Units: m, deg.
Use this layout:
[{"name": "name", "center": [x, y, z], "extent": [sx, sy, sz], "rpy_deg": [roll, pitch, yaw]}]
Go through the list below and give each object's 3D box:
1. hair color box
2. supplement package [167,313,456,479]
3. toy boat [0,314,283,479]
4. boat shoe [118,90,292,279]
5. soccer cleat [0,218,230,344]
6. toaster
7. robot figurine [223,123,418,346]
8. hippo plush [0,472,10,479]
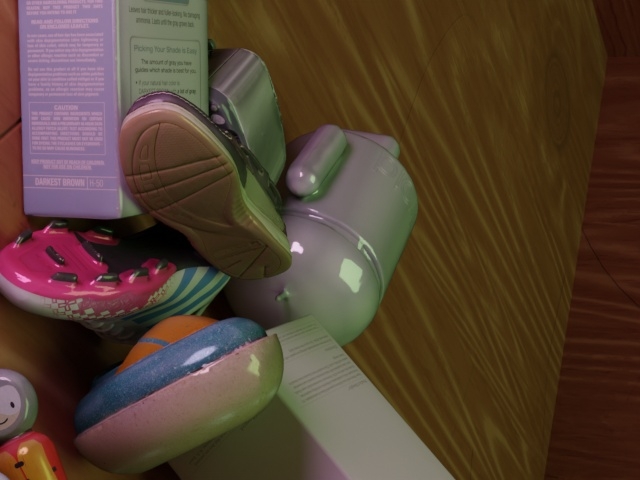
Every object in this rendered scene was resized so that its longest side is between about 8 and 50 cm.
[{"name": "hair color box", "center": [-0.200, -0.215, 1.429], "extent": [0.185, 0.113, 0.374], "rpy_deg": [-14, 106, -67]}, {"name": "supplement package", "center": [-0.008, 0.257, 1.603], "extent": [0.293, 0.175, 0.177], "rpy_deg": [49, 26, 14]}, {"name": "toy boat", "center": [-0.186, 0.150, 1.390], "extent": [0.318, 0.267, 0.148], "rpy_deg": [-23, 84, -46]}, {"name": "boat shoe", "center": [-0.109, -0.061, 1.402], "extent": [0.285, 0.103, 0.092], "rpy_deg": [50, 28, -51]}, {"name": "soccer cleat", "center": [-0.203, 0.056, 1.450], "extent": [0.331, 0.116, 0.143], "rpy_deg": [-10, 132, -56]}, {"name": "toaster", "center": [-0.114, -0.108, 1.626], "extent": [0.146, 0.129, 0.227], "rpy_deg": [-62, 145, -50]}, {"name": "robot figurine", "center": [0.000, 0.000, 1.812], "extent": [0.353, 0.200, 0.300], "rpy_deg": [-64, 153, -45]}, {"name": "hippo plush", "center": [-0.281, 0.295, 1.116], "extent": [0.236, 0.234, 0.294], "rpy_deg": [-15, 105, -66]}]
